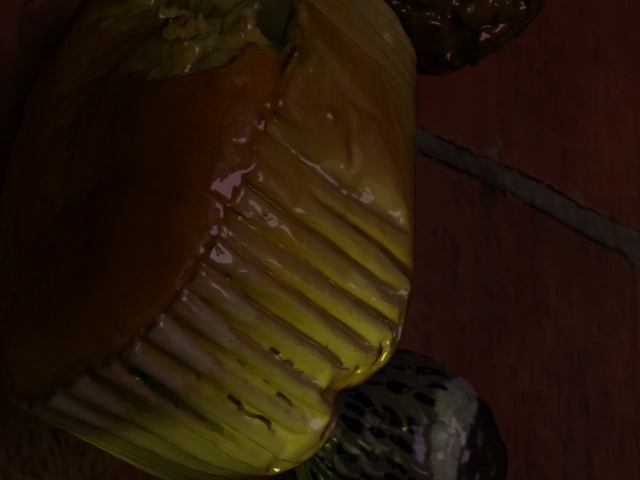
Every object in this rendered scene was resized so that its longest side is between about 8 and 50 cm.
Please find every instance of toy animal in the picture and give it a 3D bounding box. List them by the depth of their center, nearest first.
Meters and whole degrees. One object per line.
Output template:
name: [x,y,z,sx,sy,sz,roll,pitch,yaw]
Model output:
toy animal: [0.030,0.089,0.956,0.137,0.098,0.098,49,44,-23]

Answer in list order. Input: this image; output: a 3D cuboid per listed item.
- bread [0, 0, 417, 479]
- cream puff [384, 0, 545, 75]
bread: [-0.051,-0.022,0.847,0.133,0.179,0.250,34,52,-30]
cream puff: [0.038,-0.147,1.029,0.165,0.150,0.115,22,71,1]
